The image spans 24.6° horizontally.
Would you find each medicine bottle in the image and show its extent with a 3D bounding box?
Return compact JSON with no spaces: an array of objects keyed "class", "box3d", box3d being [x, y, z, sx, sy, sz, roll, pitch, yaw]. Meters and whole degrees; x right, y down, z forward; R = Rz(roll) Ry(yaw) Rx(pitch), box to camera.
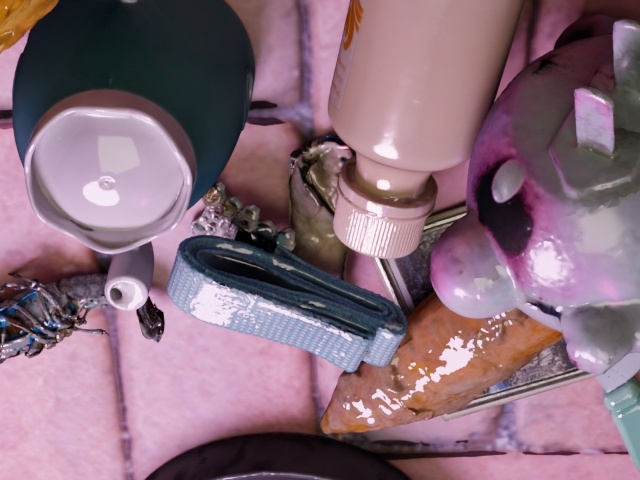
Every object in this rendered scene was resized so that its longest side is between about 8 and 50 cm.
[{"class":"medicine bottle","box3d":[0.065,-0.106,1.011,0.114,0.114,0.252,9,122,-5]}]

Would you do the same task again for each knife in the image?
[{"class":"knife","box3d":[0.240,0.102,1.193,0.063,0.034,0.260,-27,115,19]}]

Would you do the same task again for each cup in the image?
[{"class":"cup","box3d":[-0.134,-0.082,0.996,0.168,0.173,0.299,3,123,1]}]

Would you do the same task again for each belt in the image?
[{"class":"belt","box3d":[-0.022,0.036,1.096,0.179,0.100,0.065,23,130,-4]}]

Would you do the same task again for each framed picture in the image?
[{"class":"framed picture","box3d":[0.131,0.054,1.159,0.142,0.011,0.183,-18,114,14]}]

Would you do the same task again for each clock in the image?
[{"class":"clock","box3d":[-0.035,0.311,1.309,0.325,0.067,0.325,0,122,1]}]

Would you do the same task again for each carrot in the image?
[{"class":"carrot","box3d":[0.092,0.083,1.130,0.263,0.102,0.102,-37,115,27]}]

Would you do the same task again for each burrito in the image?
[{"class":"burrito","box3d":[0.000,-0.001,1.124,0.051,0.042,0.171,4,126,5]}]

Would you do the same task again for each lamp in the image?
[{"class":"lamp","box3d":[0.233,-0.024,0.926,0.301,0.247,0.247,24,160,24]}]

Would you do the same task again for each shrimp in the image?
[{"class":"shrimp","box3d":[-0.211,0.060,1.166,0.174,0.076,0.082,-9,163,2]}]

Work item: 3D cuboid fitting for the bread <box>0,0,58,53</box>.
[{"class":"bread","box3d":[-0.307,-0.245,0.817,0.358,0.204,0.336,-14,93,-5]}]
